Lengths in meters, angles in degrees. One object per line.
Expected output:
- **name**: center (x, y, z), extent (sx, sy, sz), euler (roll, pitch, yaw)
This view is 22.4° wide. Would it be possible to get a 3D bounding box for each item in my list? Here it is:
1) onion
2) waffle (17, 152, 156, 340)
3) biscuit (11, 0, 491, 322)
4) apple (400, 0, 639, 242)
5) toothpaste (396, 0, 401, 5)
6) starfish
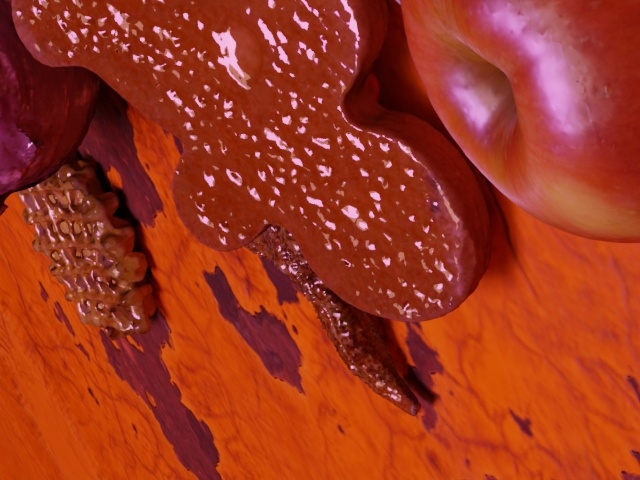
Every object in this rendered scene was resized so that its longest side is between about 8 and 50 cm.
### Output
- **onion**: center (-0.248, -0.184, 1.088), extent (0.267, 0.159, 0.349), euler (-155, 48, -80)
- **waffle**: center (-0.194, 0.000, 1.325), extent (0.191, 0.038, 0.191), euler (43, 150, 33)
- **biscuit**: center (-0.035, -0.083, 0.862), extent (0.324, 0.049, 0.205), euler (42, 134, 14)
- **apple**: center (0.110, -0.081, 0.560), extent (0.163, 0.139, 0.163), euler (55, 167, 19)
- **toothpaste**: center (0.075, -0.093, 0.734), extent (0.218, 0.033, 0.052), euler (46, 156, 19)
- **starfish**: center (-0.001, 0.001, 0.961), extent (0.240, 0.043, 0.227), euler (61, 156, -5)
